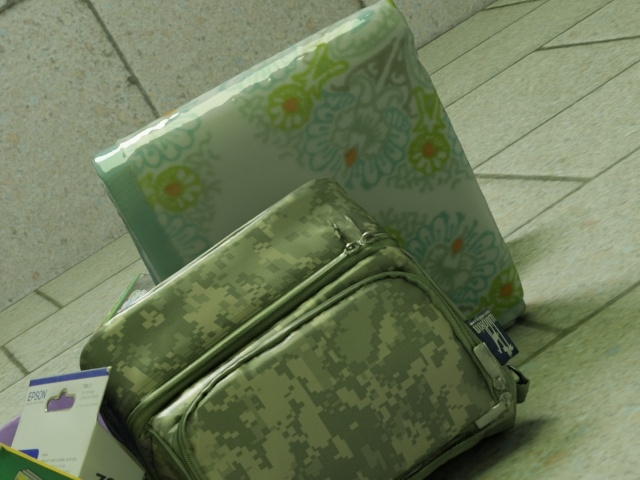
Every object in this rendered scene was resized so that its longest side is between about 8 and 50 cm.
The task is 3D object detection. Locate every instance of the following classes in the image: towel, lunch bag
[{"bbox_3d":[0.000,0.000,1.597,0.321,0.374,0.090,-31,26,-8],"label":"towel"},{"bbox_3d":[-0.011,0.132,1.412,0.305,0.256,0.212,-34,-29,-14],"label":"lunch bag"}]

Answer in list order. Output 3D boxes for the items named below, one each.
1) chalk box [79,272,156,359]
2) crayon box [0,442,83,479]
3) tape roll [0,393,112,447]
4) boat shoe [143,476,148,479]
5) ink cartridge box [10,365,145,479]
[{"bbox_3d":[-0.161,0.127,1.825,0.213,0.132,0.132,2,41,31],"label":"chalk box"},{"bbox_3d":[-0.324,0.342,1.187,0.313,0.106,0.362,-15,52,48],"label":"crayon box"},{"bbox_3d":[-0.239,0.222,1.648,0.275,0.090,0.275,-36,-13,-9],"label":"tape roll"},{"bbox_3d":[-0.146,0.253,1.547,0.255,0.095,0.079,-29,13,0],"label":"boat shoe"},{"bbox_3d":[-0.231,0.270,1.347,0.165,0.065,0.332,-13,57,56],"label":"ink cartridge box"}]
